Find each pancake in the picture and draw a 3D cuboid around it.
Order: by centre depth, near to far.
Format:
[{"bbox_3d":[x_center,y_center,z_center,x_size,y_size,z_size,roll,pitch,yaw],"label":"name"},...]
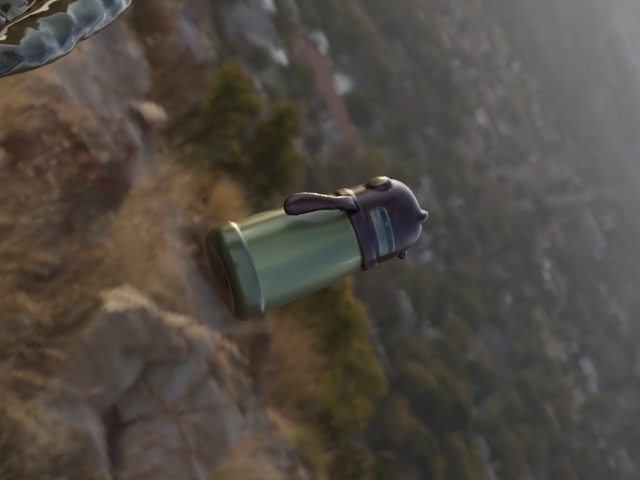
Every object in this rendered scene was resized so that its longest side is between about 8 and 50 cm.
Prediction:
[{"bbox_3d":[-0.208,-0.102,0.768,0.222,0.236,0.042,26,-48,57],"label":"pancake"}]

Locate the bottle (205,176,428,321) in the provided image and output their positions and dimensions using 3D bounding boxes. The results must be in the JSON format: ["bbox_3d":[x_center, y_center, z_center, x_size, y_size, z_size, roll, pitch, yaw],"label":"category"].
[{"bbox_3d":[0.000,0.000,0.736,0.063,0.101,0.047,159,-90,-76],"label":"bottle"}]
